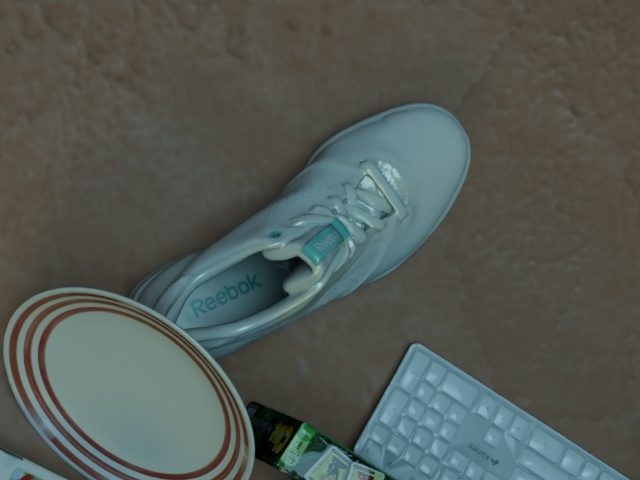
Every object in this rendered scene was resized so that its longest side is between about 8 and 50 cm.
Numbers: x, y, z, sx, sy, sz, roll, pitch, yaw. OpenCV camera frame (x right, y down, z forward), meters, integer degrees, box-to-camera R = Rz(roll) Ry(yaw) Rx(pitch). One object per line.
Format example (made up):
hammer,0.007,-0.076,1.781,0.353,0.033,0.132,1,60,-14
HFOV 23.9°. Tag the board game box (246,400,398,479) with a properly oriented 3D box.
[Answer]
board game box,0.077,0.164,0.768,0.259,0.136,0.030,33,83,-9

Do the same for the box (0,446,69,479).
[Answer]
box,-0.168,0.204,0.716,0.114,0.036,0.207,29,57,-10

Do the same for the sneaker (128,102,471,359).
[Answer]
sneaker,0.000,0.000,0.777,0.212,0.094,0.080,-36,94,-13

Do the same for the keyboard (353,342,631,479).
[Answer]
keyboard,0.139,0.153,0.845,0.256,0.014,0.072,33,81,-10

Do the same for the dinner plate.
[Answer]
dinner plate,-0.093,0.077,0.744,0.141,0.141,0.017,45,42,-8
